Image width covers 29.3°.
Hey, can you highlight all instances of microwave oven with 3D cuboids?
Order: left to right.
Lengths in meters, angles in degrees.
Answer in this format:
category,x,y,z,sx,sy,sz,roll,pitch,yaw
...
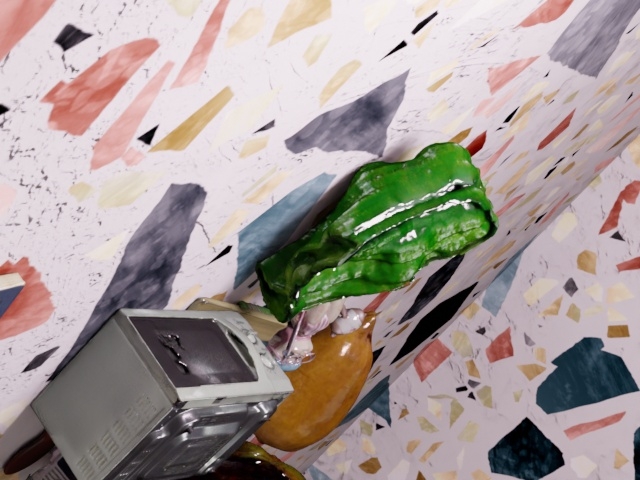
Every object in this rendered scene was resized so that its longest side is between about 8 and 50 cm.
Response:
category,x,y,z,sx,sy,sz,roll,pitch,yaw
microwave oven,-0.213,0.230,1.739,0.237,0.181,0.295,-46,158,18

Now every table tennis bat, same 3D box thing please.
category,x,y,z,sx,sy,sz,roll,pitch,yaw
table tennis bat,-0.418,0.305,1.826,0.098,0.019,0.154,-21,158,-53

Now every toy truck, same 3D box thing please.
category,x,y,z,sx,sy,sz,roll,pitch,yaw
toy truck,-0.377,0.376,1.961,0.114,0.098,0.227,-42,171,-2

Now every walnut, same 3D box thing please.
category,x,y,z,sx,sy,sz,roll,pitch,yaw
walnut,-0.010,0.252,2.313,0.336,0.209,0.209,-45,164,13

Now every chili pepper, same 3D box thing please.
category,x,y,z,sx,sy,sz,roll,pitch,yaw
chili pepper,0.076,-0.018,1.846,0.385,0.167,0.213,-27,148,-5

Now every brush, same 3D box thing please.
category,x,y,z,sx,sy,sz,roll,pitch,yaw
brush,-0.137,0.119,1.932,0.054,0.048,0.282,-46,157,11

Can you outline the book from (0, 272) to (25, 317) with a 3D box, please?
category,x,y,z,sx,sy,sz,roll,pitch,yaw
book,-0.444,0.141,1.286,0.269,0.025,0.191,-48,163,27

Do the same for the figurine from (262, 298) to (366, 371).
category,x,y,z,sx,sy,sz,roll,pitch,yaw
figurine,-0.008,0.128,2.139,0.205,0.103,0.260,-11,148,-51

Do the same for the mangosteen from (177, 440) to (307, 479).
category,x,y,z,sx,sy,sz,roll,pitch,yaw
mangosteen,-0.200,0.643,2.729,0.381,0.421,0.381,-5,133,-5
